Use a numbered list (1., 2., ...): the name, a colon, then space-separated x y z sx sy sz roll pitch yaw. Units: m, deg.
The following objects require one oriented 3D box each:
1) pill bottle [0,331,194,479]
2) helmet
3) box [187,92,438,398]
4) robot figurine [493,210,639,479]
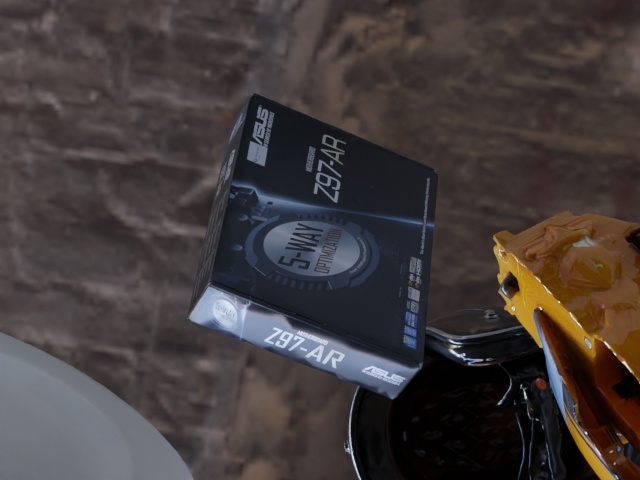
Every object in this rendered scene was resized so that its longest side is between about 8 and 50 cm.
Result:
1. pill bottle: -0.181 0.197 0.558 0.181 0.323 0.181 25 -165 -7
2. helmet: 0.106 0.119 0.965 0.169 0.169 0.161 7 164 -37
3. box: 0.000 0.000 0.455 0.067 0.083 0.018 23 134 -13
4. robot figurine: 0.204 0.068 0.574 0.211 0.085 0.291 -28 -132 -11
